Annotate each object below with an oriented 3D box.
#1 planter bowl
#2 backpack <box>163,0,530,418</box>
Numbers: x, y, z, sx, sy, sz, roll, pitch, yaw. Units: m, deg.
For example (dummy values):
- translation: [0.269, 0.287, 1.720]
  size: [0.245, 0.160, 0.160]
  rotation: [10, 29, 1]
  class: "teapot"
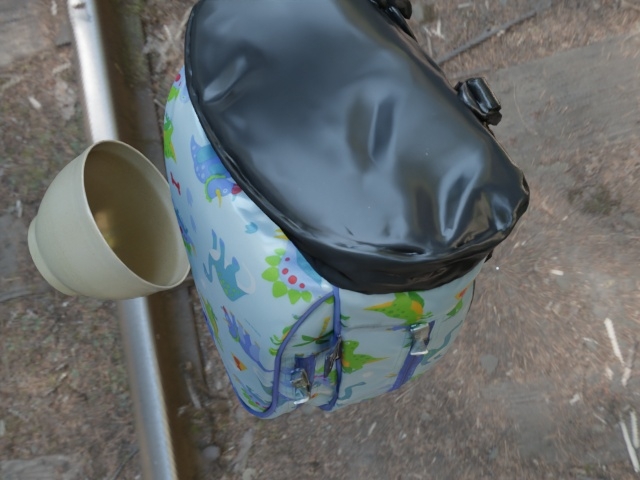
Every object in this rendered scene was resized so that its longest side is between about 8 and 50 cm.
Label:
- translation: [-0.223, -0.007, 0.774]
  size: [0.109, 0.162, 0.162]
  rotation: [-24, 83, 19]
  class: "planter bowl"
- translation: [0.000, 0.000, 0.630]
  size: [0.273, 0.355, 0.290]
  rotation: [-32, 65, -3]
  class: "backpack"
